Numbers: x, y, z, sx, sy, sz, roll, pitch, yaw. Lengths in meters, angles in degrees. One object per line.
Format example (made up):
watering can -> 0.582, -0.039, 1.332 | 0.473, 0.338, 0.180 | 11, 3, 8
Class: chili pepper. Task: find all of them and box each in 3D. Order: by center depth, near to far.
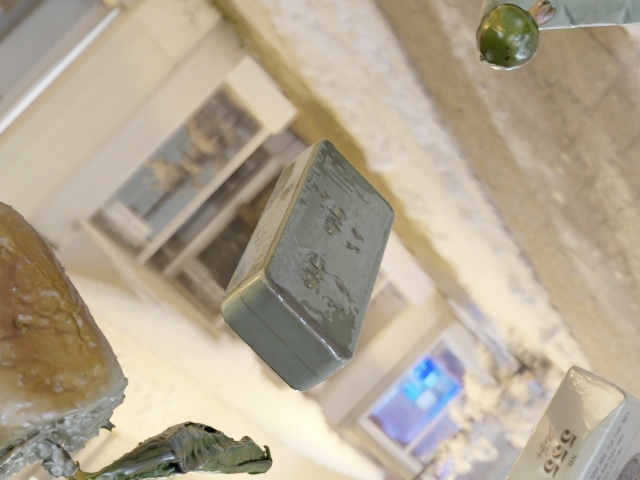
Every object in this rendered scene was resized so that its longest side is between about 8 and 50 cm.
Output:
chili pepper -> -0.151, 0.234, 1.457 | 0.085, 0.076, 0.359 | 19, 180, 22

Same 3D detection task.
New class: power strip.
power strip -> 0.000, 0.000, 1.011 | 0.093, 0.053, 0.288 | 45, -152, -13

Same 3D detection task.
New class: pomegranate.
pomegranate -> 0.202, -0.213, 1.383 | 0.073, 0.085, 0.073 | 50, 153, 38

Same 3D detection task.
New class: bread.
bread -> -0.289, 0.105, 1.153 | 0.246, 0.176, 0.195 | 58, 157, 8

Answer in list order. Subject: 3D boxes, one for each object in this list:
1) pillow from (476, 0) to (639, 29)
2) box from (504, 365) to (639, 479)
pillow -> 0.342, -0.393, 1.586 | 0.119, 0.310, 0.312 | -78, -14, -69
box -> 0.276, 0.229, 1.367 | 0.071, 0.168, 0.259 | 29, -179, 30
